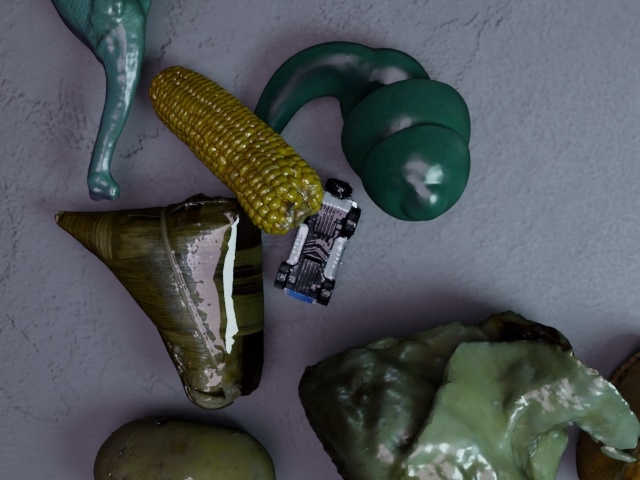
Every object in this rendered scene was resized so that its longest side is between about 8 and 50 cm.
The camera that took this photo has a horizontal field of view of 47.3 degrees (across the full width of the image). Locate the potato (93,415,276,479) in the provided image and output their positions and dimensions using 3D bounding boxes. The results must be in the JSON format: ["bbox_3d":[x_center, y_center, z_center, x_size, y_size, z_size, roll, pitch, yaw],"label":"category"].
[{"bbox_3d":[-0.190,0.323,1.012,0.262,0.165,0.165,4,99,7],"label":"potato"}]

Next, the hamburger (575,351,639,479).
[{"bbox_3d":[0.465,0.252,0.909,0.211,0.245,0.260,32,62,9],"label":"hamburger"}]

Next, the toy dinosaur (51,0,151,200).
[{"bbox_3d":[-0.330,-0.285,0.966,0.383,0.129,0.331,41,110,18],"label":"toy dinosaur"}]

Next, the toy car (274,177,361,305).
[{"bbox_3d":[0.000,0.000,0.991,0.080,0.070,0.171,20,102,3],"label":"toy car"}]

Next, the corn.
[{"bbox_3d":[-0.114,-0.128,0.929,0.102,0.102,0.313,-47,65,10],"label":"corn"}]

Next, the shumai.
[{"bbox_3d":[0.192,0.242,0.913,0.348,0.395,0.395,-38,93,-11],"label":"shumai"}]

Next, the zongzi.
[{"bbox_3d":[-0.220,0.080,0.991,0.288,0.134,0.286,0,93,6],"label":"zongzi"}]

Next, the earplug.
[{"bbox_3d":[0.064,-0.135,0.919,0.257,0.280,0.164,-5,140,-19],"label":"earplug"}]
